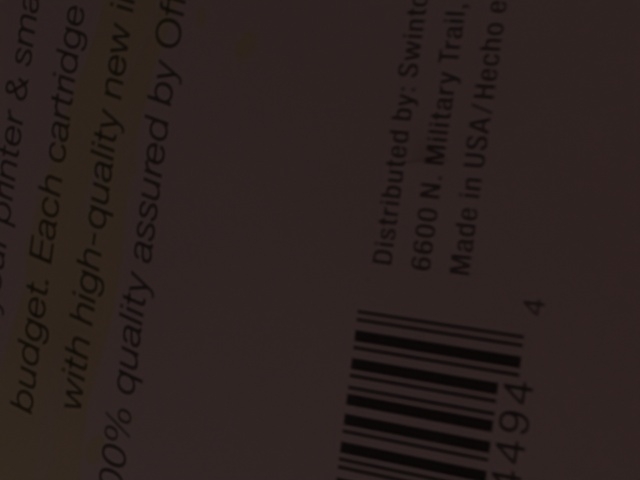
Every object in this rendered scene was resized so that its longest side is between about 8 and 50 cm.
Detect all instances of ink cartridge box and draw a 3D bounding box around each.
[{"bbox_3d":[0.005,-0.017,0.440,0.384,0.279,0.160,8,180,31],"label":"ink cartridge box"}]
